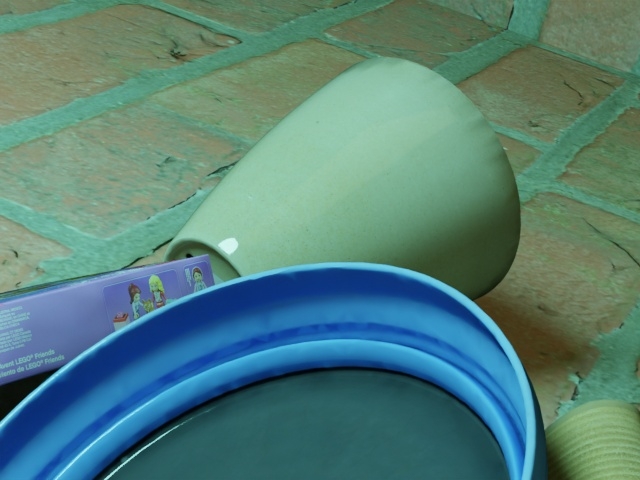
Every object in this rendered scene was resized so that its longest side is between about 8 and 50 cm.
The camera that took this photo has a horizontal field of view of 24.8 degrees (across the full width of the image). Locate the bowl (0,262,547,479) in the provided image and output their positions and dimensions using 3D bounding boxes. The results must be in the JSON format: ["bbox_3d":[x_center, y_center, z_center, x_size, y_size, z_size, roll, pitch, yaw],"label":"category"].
[{"bbox_3d":[-0.055,0.169,0.816,0.391,0.077,0.391,-19,34,14],"label":"bowl"}]

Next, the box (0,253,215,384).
[{"bbox_3d":[-0.246,0.072,1.081,0.201,0.057,0.293,-10,3,42],"label":"box"}]

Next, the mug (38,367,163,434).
[{"bbox_3d":[-0.117,0.145,1.065,0.158,0.097,0.129,27,26,27],"label":"mug"}]

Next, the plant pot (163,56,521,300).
[{"bbox_3d":[0.000,0.000,1.327,0.256,0.256,0.274,30,43,31],"label":"plant pot"}]

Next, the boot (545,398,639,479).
[{"bbox_3d":[0.107,0.245,0.826,0.104,0.295,0.211,21,42,-17],"label":"boot"}]
